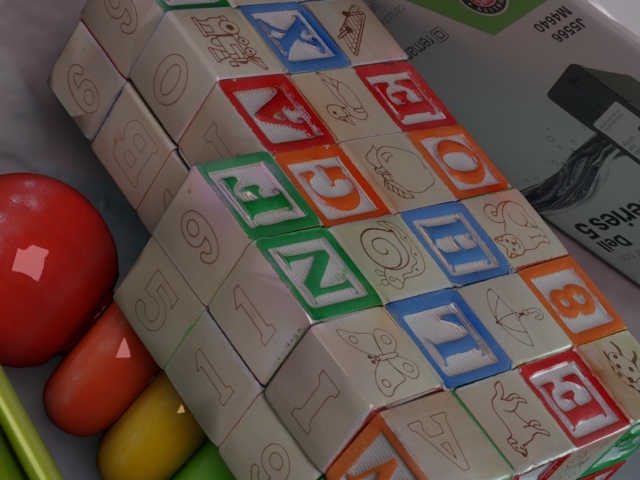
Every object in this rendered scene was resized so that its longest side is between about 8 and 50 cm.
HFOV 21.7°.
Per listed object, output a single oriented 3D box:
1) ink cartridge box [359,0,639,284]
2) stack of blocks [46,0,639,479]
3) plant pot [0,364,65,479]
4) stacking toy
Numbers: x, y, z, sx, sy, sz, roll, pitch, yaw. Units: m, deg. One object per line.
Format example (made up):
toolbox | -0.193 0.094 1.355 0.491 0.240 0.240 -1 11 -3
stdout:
ink cartridge box | 0.156 -0.094 0.848 0.273 0.198 0.114 34 68 -12
stack of blocks | 0.000 0.000 0.738 0.171 0.087 0.297 -12 58 -45
plant pot | -0.239 0.099 0.620 0.207 0.227 0.228 -30 93 4
stacking toy | -0.046 0.093 0.768 0.330 0.141 0.141 40 67 -6
